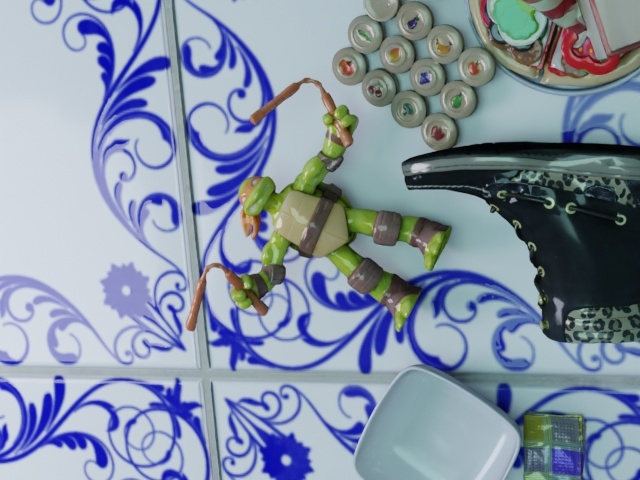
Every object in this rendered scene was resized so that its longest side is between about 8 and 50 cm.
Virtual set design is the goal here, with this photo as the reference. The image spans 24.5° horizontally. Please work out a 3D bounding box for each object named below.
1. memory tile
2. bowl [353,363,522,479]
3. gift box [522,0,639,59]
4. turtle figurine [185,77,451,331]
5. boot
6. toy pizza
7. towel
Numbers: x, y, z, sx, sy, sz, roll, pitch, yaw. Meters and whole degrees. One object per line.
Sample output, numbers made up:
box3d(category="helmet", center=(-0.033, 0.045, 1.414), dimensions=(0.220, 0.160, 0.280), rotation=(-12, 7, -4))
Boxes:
box3d(category="memory tile", center=(0.085, -0.163, 1.379), dimensions=(0.148, 0.012, 0.113), rotation=(37, 119, 14))
box3d(category="bowl", center=(0.117, 0.197, 1.425), dimensions=(0.142, 0.053, 0.142), rotation=(32, 111, 13))
box3d(category="gift box", center=(0.281, -0.288, 1.141), dimensions=(0.276, 0.258, 0.255), rotation=(-14, 93, 1))
box3d(category="turtle figurine", center=(0.000, 0.000, 1.413), dimensions=(0.217, 0.087, 0.269), rotation=(27, 94, 5))
box3d(category="boot", center=(0.190, 0.002, 1.335), dimensions=(0.236, 0.085, 0.179), rotation=(1, 101, 16))
box3d(category="toy pizza", center=(0.221, -0.228, 1.310), dimensions=(0.201, 0.032, 0.201), rotation=(5, 102, 21))
box3d(category="towel", center=(0.222, 0.203, 1.407), dimensions=(0.060, 0.009, 0.083), rotation=(5, 102, 21))
